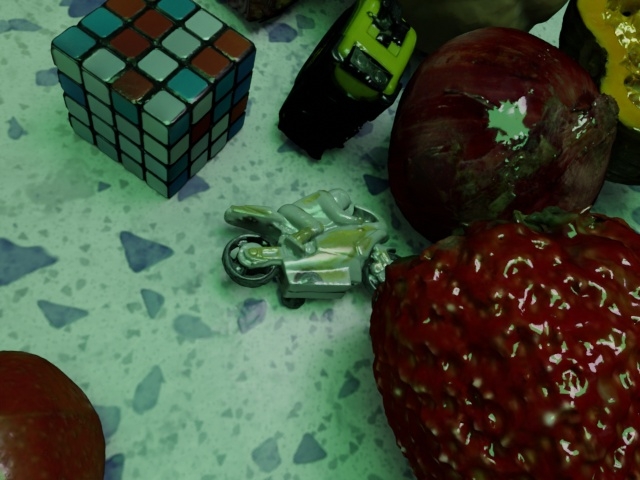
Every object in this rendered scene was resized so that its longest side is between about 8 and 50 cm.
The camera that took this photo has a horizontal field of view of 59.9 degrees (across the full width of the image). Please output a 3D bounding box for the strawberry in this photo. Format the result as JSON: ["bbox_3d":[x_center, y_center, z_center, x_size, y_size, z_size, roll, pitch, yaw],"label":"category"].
[{"bbox_3d":[0.205,0.141,0.472,0.312,0.267,0.351,-14,57,10],"label":"strawberry"}]

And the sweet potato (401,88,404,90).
[{"bbox_3d":[0.206,-0.189,0.802,0.195,0.056,0.056,13,62,-18],"label":"sweet potato"}]

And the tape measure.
[{"bbox_3d":[0.044,-0.214,0.698,0.112,0.199,0.186,34,60,-18],"label":"tape measure"}]

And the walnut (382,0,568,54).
[{"bbox_3d":[0.188,-0.443,0.759,0.381,0.381,0.381,6,64,-12],"label":"walnut"}]

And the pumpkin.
[{"bbox_3d":[0.458,-0.208,0.769,0.242,0.232,0.324,-2,65,15],"label":"pumpkin"}]

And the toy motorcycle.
[{"bbox_3d":[0.000,0.000,0.652,0.229,0.074,0.151,7,61,-10],"label":"toy motorcycle"}]

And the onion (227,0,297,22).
[{"bbox_3d":[-0.077,-0.457,0.772,0.207,0.206,0.216,-38,80,-26],"label":"onion"}]

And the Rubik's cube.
[{"bbox_3d":[-0.185,-0.172,0.639,0.155,0.154,0.151,34,63,3],"label":"Rubik's cube"}]

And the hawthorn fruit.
[{"bbox_3d":[-0.258,0.181,0.415,0.197,0.225,0.196,5,75,-20],"label":"hawthorn fruit"}]

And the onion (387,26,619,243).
[{"bbox_3d":[0.214,-0.109,0.659,0.276,0.276,0.276,6,64,-12],"label":"onion"}]
